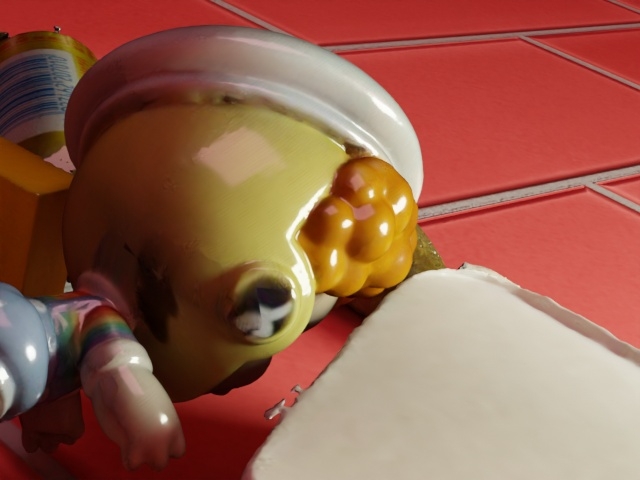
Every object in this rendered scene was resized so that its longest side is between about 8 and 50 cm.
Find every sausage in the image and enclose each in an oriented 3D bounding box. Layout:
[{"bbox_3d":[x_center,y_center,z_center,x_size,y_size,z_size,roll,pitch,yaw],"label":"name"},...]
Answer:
[{"bbox_3d":[-0.195,-0.049,1.099,0.125,0.117,0.317,36,14,-29],"label":"sausage"}]

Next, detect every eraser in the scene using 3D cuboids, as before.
[{"bbox_3d":[0.128,0.161,0.742,0.331,0.150,0.331,9,21,-4],"label":"eraser"},{"bbox_3d":[-0.207,0.004,0.949,0.097,0.122,0.045,26,24,31],"label":"eraser"}]

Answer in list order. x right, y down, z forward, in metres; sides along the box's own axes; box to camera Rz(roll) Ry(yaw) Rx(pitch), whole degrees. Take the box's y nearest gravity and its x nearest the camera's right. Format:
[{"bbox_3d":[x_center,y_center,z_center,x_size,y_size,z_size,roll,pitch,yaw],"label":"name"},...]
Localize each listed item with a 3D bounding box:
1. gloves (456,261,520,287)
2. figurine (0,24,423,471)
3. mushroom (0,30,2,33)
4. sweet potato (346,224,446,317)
[{"bbox_3d":[0.129,0.039,1.154,0.081,0.037,0.044,33,63,8],"label":"gloves"},{"bbox_3d":[-0.105,0.015,0.789,0.224,0.205,0.382,-19,16,43],"label":"figurine"},{"bbox_3d":[-0.435,-0.187,1.281,0.350,0.128,0.128,18,23,0],"label":"mushroom"},{"bbox_3d":[0.000,-0.003,1.114,0.310,0.098,0.124,24,47,21],"label":"sweet potato"}]
